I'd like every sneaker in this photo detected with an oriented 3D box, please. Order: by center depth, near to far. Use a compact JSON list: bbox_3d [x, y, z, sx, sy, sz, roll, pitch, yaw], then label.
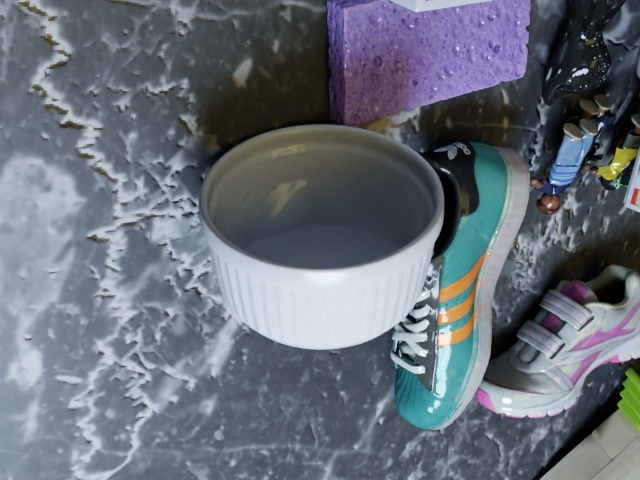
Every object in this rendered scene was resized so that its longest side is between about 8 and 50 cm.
[{"bbox_3d":[0.108,0.045,1.223,0.121,0.108,0.302,5,104,-34],"label":"sneaker"},{"bbox_3d":[0.270,0.103,1.369,0.252,0.103,0.111,-30,124,-25],"label":"sneaker"}]

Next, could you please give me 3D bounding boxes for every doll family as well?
[{"bbox_3d":[0.291,-0.089,1.284,0.193,0.076,0.111,-5,141,-24],"label":"doll family"}]

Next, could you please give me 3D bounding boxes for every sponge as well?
[{"bbox_3d":[0.103,-0.186,1.136,0.210,0.031,0.117,-19,124,-25],"label":"sponge"}]

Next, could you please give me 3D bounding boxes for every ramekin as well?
[{"bbox_3d":[0.000,0.000,1.063,0.207,0.207,0.109,-20,133,-24],"label":"ramekin"}]

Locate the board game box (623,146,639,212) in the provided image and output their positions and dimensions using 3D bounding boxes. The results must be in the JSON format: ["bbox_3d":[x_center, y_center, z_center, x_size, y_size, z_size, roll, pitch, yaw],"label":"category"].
[{"bbox_3d":[0.433,-0.137,1.303,0.305,0.053,0.193,-14,122,-50],"label":"board game box"}]

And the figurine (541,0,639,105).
[{"bbox_3d":[0.319,-0.244,1.222,0.215,0.092,0.209,-15,131,-27],"label":"figurine"}]

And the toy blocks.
[{"bbox_3d":[0.410,0.350,1.561,0.261,0.190,0.381,-45,131,11],"label":"toy blocks"}]

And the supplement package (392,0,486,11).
[{"bbox_3d":[0.125,-0.310,1.005,0.203,0.149,0.194,-15,122,-28],"label":"supplement package"}]
